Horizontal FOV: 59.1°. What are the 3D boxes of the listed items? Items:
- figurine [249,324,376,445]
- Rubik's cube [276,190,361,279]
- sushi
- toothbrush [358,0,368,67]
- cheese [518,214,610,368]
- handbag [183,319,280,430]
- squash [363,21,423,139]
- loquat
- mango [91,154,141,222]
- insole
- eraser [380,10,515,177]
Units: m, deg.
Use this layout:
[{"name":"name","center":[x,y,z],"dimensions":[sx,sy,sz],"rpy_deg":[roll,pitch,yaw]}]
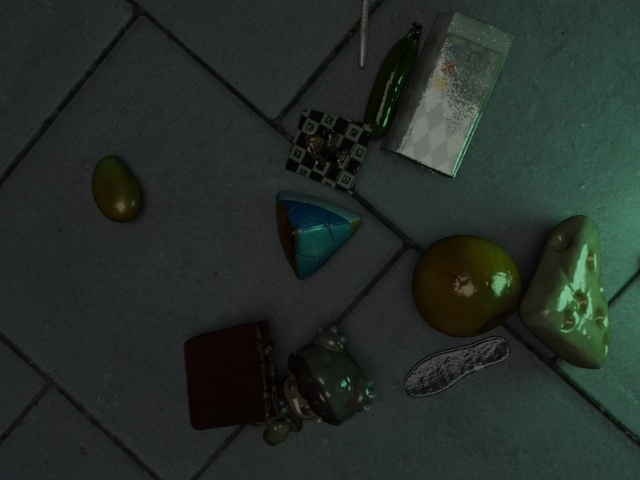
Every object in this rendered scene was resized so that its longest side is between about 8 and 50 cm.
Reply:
[{"name":"figurine","center":[-0.033,0.415,1.511],"dimensions":[0.380,0.203,0.248],"rpy_deg":[-41,64,21]},{"name":"Rubik's cube","center":[0.000,0.000,1.514],"dimensions":[0.254,0.254,0.255],"rpy_deg":[0,92,5]},{"name":"sushi","center":[0.026,-0.246,1.542],"dimensions":[0.210,0.040,0.193],"rpy_deg":[21,99,17]},{"name":"toothbrush","center":[0.120,-0.623,1.529],"dimensions":[0.025,0.029,0.307],"rpy_deg":[3,93,-2]},{"name":"cheese","center":[0.661,0.147,1.446],"dimensions":[0.328,0.129,0.351],"rpy_deg":[48,59,-26]},{"name":"handbag","center":[-0.237,0.360,1.494],"dimensions":[0.275,0.084,0.260],"rpy_deg":[-21,69,29]},{"name":"squash","center":[0.192,-0.428,1.505],"dimensions":[0.087,0.087,0.332],"rpy_deg":[23,94,4]},{"name":"loquat","center":[0.358,0.110,1.434],"dimensions":[0.274,0.275,0.275],"rpy_deg":[0,92,5]},{"name":"mango","center":[-0.571,-0.143,1.579],"dimensions":[0.130,0.092,0.195],"rpy_deg":[-11,87,7]},{"name":"insole","center":[0.373,0.347,1.555],"dimensions":[0.309,0.012,0.110],"rpy_deg":[-22,89,6]},{"name":"eraser","center":[0.331,-0.386,1.494],"dimensions":[0.213,0.082,0.397],"rpy_deg":[24,94,3]}]
